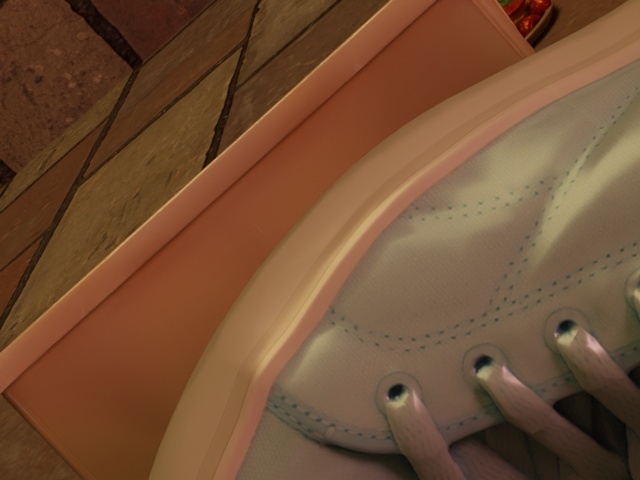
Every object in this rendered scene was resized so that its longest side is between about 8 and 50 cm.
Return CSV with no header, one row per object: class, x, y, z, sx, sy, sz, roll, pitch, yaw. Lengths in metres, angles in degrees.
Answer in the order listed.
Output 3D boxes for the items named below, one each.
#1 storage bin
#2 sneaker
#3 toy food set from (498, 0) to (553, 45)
storage bin,0.000,0.000,0.652,0.262,0.123,0.260,-42,5,6
sneaker,0.108,0.013,0.389,0.366,0.135,0.150,-42,30,-3
toy food set,0.124,-0.141,0.952,0.083,0.020,0.082,-47,17,-9
